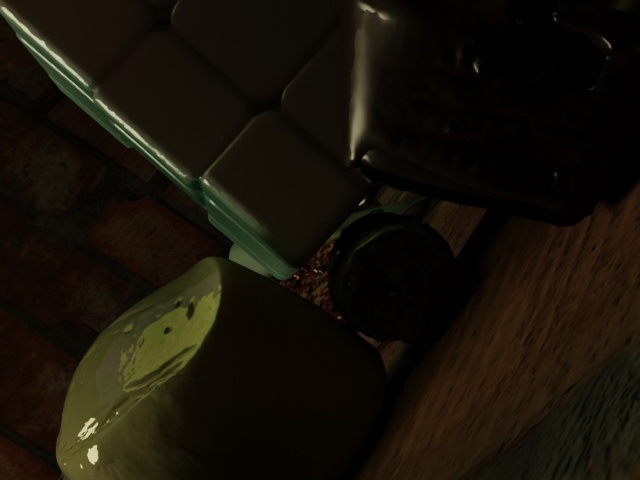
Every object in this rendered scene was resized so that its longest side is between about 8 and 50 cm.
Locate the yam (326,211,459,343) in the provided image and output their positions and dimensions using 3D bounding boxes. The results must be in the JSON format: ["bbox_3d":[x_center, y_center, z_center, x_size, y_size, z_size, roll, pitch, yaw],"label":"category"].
[{"bbox_3d":[0.055,0.027,0.872,0.107,0.107,0.183,-56,1,1],"label":"yam"}]

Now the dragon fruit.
[{"bbox_3d":[0.032,0.057,1.313,0.161,0.120,0.127,14,-111,-66],"label":"dragon fruit"}]

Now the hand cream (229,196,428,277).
[{"bbox_3d":[0.000,0.000,1.470,0.320,0.067,0.109,-15,13,43],"label":"hand cream"}]

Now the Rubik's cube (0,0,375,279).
[{"bbox_3d":[-0.041,-0.182,0.979,0.319,0.316,0.322,-50,0,-6],"label":"Rubik's cube"}]

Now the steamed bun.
[{"bbox_3d":[-0.088,0.142,0.850,0.250,0.200,0.155,-44,25,28],"label":"steamed bun"}]

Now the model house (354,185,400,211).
[{"bbox_3d":[0.103,-0.128,1.485,0.301,0.190,0.271,104,-169,-51],"label":"model house"}]

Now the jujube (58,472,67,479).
[{"bbox_3d":[-0.289,0.394,1.627,0.226,0.226,0.317,-57,-3,-19],"label":"jujube"}]

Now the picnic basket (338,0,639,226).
[{"bbox_3d":[0.114,-0.115,0.680,0.297,0.222,0.129,-62,-17,-65],"label":"picnic basket"}]

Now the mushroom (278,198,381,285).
[{"bbox_3d":[-0.005,0.074,1.575,0.351,0.095,0.123,-57,-17,-33],"label":"mushroom"}]
